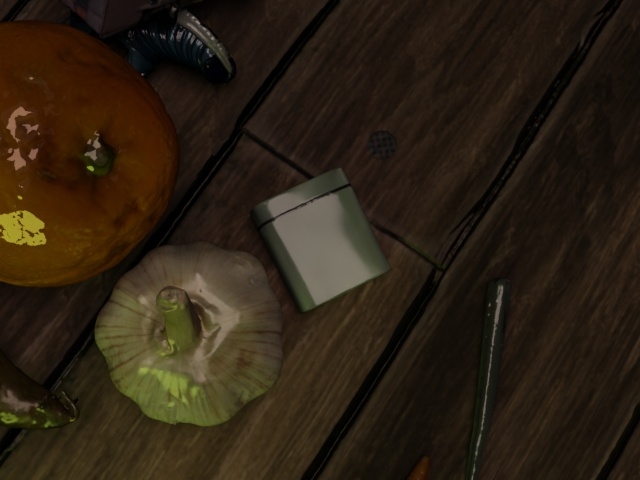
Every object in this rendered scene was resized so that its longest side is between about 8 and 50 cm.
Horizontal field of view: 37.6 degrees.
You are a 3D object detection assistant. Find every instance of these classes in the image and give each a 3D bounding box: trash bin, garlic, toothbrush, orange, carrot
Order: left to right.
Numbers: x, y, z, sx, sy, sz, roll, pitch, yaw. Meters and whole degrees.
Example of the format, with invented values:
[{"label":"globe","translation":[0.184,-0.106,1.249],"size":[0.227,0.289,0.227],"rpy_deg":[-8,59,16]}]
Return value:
[{"label":"orange","translation":[-0.273,-0.083,0.915],"size":[0.261,0.261,0.261],"rpy_deg":[2,79,-10]},{"label":"garlic","translation":[-0.123,0.081,0.928],"size":[0.199,0.226,0.199],"rpy_deg":[2,75,-6]},{"label":"trash bin","translation":[0.000,0.000,1.049],"size":[0.116,0.059,0.129],"rpy_deg":[-25,86,-12]},{"label":"carrot","translation":[0.077,0.292,1.021],"size":[0.142,0.035,0.035],"rpy_deg":[-42,89,-21]},{"label":"toothbrush","translation":[0.188,0.184,1.063],"size":[0.030,0.031,0.297],"rpy_deg":[19,73,-33]}]

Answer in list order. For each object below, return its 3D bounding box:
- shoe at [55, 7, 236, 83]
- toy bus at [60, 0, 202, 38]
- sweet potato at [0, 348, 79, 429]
[{"label":"shoe","translation":[-0.192,-0.224,1.051],"size":[0.207,0.091,0.106],"rpy_deg":[24,96,-8]},{"label":"toy bus","translation":[-0.148,-0.322,0.998],"size":[0.138,0.112,0.317],"rpy_deg":[39,41,12]},{"label":"sweet potato","translation":[-0.416,0.050,0.910],"size":[0.130,0.130,0.422],"rpy_deg":[-43,102,-15]}]
